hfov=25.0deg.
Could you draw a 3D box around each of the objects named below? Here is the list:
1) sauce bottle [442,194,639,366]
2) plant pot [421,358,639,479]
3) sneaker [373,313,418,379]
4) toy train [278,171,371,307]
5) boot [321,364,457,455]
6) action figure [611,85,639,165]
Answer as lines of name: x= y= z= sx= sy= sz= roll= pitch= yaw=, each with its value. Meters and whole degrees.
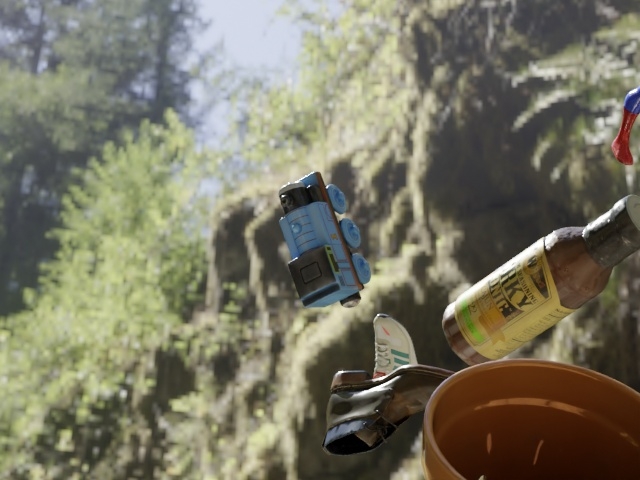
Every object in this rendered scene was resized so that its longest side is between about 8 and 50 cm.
sauce bottle: x=0.315 y=0.053 z=1.978 sx=0.111 sy=0.111 sz=0.344 roll=24 pitch=-47 yaw=-31
plant pot: x=0.247 y=0.298 z=1.640 sx=0.291 sy=0.291 sz=0.203 roll=5 pitch=-60 yaw=-4
sneaker: x=0.114 y=0.199 z=2.360 sx=0.057 sy=0.075 sz=0.161 roll=11 pitch=-50 yaw=46
toy train: x=0.000 y=0.000 z=1.842 sx=0.080 sy=0.184 sz=0.105 roll=-26 pitch=-15 yaw=27
boot: x=0.096 y=0.223 z=1.838 sx=0.219 sy=0.106 sz=0.082 roll=-10 pitch=-40 yaw=40
action figure: x=0.415 y=-0.194 z=1.627 sx=0.092 sy=0.139 sz=0.280 roll=-5 pitch=-54 yaw=-17
